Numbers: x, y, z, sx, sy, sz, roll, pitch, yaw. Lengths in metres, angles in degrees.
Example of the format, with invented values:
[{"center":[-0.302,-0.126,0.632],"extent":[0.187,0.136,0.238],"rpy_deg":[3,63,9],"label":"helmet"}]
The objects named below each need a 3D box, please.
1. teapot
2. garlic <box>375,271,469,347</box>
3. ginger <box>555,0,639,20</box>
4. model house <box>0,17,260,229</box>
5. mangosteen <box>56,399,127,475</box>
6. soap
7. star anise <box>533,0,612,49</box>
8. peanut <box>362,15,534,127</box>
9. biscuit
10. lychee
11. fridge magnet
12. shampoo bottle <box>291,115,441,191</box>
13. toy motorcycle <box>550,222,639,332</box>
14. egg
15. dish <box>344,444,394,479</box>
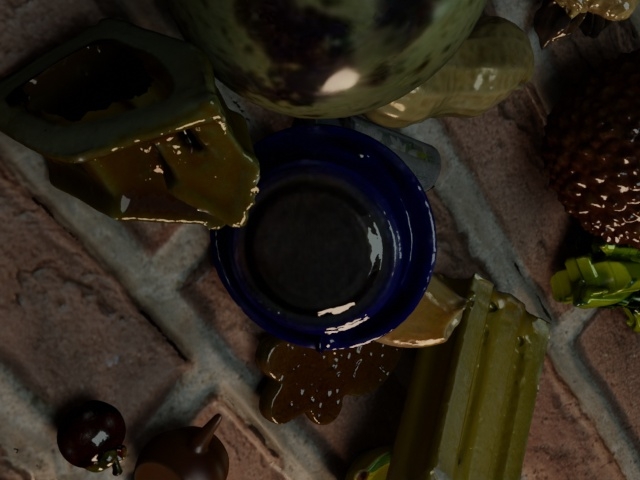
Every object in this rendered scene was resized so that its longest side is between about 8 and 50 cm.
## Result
[{"center":[-0.158,0.272,1.586],"extent":[0.116,0.116,0.173],"rpy_deg":[-10,140,-36],"label":"teapot"},{"center":[0.074,0.022,1.625],"extent":[0.245,0.164,0.145],"rpy_deg":[55,48,-15],"label":"garlic"},{"center":[0.264,-0.334,1.626],"extent":[0.294,0.086,0.131],"rpy_deg":[2,84,-4],"label":"ginger"},{"center":[-0.168,-0.081,1.334],"extent":[0.173,0.268,0.239],"rpy_deg":[-48,137,-15],"label":"model house"},{"center":[-0.254,0.219,1.494],"extent":[0.081,0.081,0.081],"rpy_deg":[-16,117,-34],"label":"mangosteen"},{"center":[0.201,0.221,1.792],"extent":[0.199,0.091,0.315],"rpy_deg":[30,67,-41],"label":"soap"},{"center":[0.339,-0.363,1.741],"extent":[0.229,0.093,0.236],"rpy_deg":[1,103,-34],"label":"star anise"},{"center":[0.151,-0.208,1.626],"extent":[0.290,0.130,0.130],"rpy_deg":[-10,113,-39],"label":"peanut"},{"center":[0.015,0.149,1.711],"extent":[0.236,0.039,0.180],"rpy_deg":[-17,115,-34],"label":"biscuit"},{"center":[0.449,-0.126,1.802],"extent":[0.304,0.276,0.276],"rpy_deg":[-2,112,-6],"label":"lychee"},{"center":[0.000,0.000,1.515],"extent":[0.113,0.265,0.266],"rpy_deg":[-50,150,-72],"label":"fridge magnet"},{"center":[0.056,-0.113,1.621],"extent":[0.214,0.072,0.072],"rpy_deg":[17,97,-42],"label":"shampoo bottle"},{"center":[0.486,0.080,2.003],"extent":[0.342,0.142,0.206],"rpy_deg":[14,60,-41],"label":"toy motorcycle"},{"center":[0.016,-0.333,1.317],"extent":[0.345,0.345,0.428],"rpy_deg":[14,87,-41],"label":"egg"},{"center":[0.085,0.336,1.816],"extent":[0.207,0.080,0.149],"rpy_deg":[40,80,-43],"label":"dish"}]
